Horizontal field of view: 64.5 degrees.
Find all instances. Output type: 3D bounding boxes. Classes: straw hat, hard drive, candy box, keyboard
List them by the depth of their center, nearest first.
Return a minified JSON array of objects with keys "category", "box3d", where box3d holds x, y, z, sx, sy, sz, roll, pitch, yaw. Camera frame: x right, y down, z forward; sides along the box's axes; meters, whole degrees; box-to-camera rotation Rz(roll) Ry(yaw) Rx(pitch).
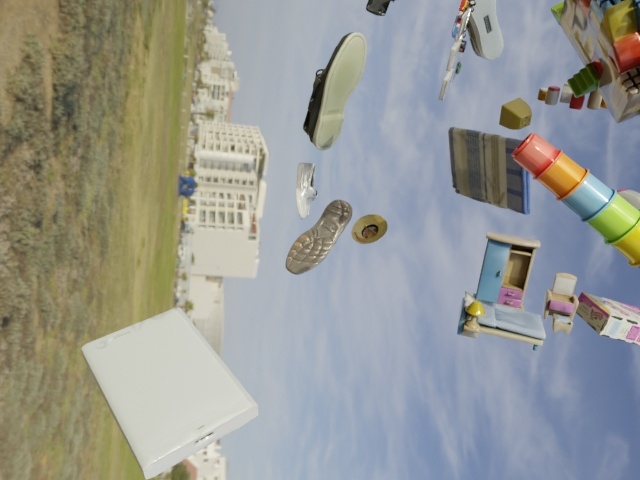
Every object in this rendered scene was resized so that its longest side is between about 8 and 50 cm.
[{"category":"hard drive","box3d":[-0.280,0.253,0.917,0.307,0.203,0.040,37,-44,40]},{"category":"candy box","box3d":[0.910,0.242,1.520,0.159,0.234,0.071,-98,-156,-70]},{"category":"keyboard","box3d":[0.229,-0.867,1.749,0.038,0.100,0.192,-119,-131,-75]},{"category":"straw hat","box3d":[0.190,-0.027,1.932,0.061,0.145,0.144,66,12,-49]}]

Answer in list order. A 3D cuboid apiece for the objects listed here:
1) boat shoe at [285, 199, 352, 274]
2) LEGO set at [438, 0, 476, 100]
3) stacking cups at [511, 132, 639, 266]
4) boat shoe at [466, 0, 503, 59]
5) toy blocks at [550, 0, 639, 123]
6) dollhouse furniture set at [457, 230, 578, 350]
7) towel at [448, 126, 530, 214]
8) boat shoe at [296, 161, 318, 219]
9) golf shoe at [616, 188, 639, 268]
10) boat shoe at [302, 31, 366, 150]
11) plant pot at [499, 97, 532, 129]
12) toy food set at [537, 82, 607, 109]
[{"category":"boat shoe","box3d":[0.000,0.000,1.812,0.324,0.123,0.116,-47,171,-14]},{"category":"LEGO set","box3d":[0.301,-0.450,1.147,0.244,0.060,0.182,-57,160,-46]},{"category":"stacking cups","box3d":[0.514,-0.090,0.979,0.096,0.316,0.096,-46,174,-6]},{"category":"boat shoe","box3d":[0.511,-0.740,1.646,0.306,0.113,0.105,57,-3,-34]},{"category":"toy blocks","box3d":[0.615,-0.431,1.039,0.261,0.191,0.381,32,37,-67]},{"category":"dollhouse furniture set","box3d":[0.502,0.127,1.241,0.303,0.287,0.198,-38,137,-66]},{"category":"towel","box3d":[0.451,-0.194,1.369,0.285,0.034,0.209,34,-38,58]},{"category":"boat shoe","box3d":[-0.039,-0.159,1.622,0.066,0.063,0.184,42,48,-73]},{"category":"golf shoe","box3d":[0.875,-0.005,1.358,0.306,0.140,0.115,57,-34,16]},{"category":"boat shoe","box3d":[0.027,-0.432,1.443,0.113,0.127,0.340,44,-45,34]},{"category":"plant pot","box3d":[0.680,-0.428,1.750,0.083,0.082,0.081,55,-16,42]},{"category":"toy food set","box3d":[0.838,-0.495,1.659,0.111,0.232,0.104,-38,138,-49]}]
